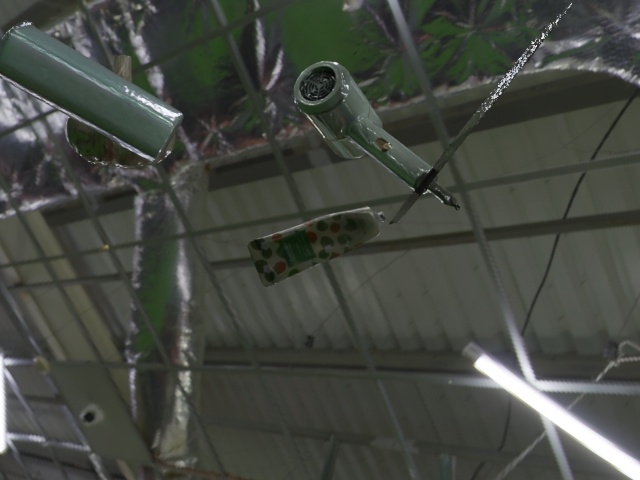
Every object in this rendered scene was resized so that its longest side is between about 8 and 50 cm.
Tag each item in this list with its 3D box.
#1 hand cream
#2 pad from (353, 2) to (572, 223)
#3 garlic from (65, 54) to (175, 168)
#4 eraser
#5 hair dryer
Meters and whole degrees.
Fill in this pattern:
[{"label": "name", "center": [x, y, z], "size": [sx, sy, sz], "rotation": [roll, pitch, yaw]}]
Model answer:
[{"label": "hand cream", "center": [0.000, 0.000, 0.908], "size": [0.037, 0.165, 0.057], "rotation": [133, -64, -75]}, {"label": "pad", "center": [0.124, -0.130, 0.677], "size": [0.055, 0.250, 0.323], "rotation": [39, 1, 19]}, {"label": "garlic", "center": [-0.382, -0.250, 1.506], "size": [0.219, 0.219, 0.212], "rotation": [15, -74, 36]}, {"label": "eraser", "center": [-0.373, -0.240, 1.274], "size": [0.290, 0.104, 0.189], "rotation": [30, 2, -12]}, {"label": "hair dryer", "center": [0.107, -0.157, 1.292], "size": [0.357, 0.107, 0.173], "rotation": [42, 1, 35]}]
